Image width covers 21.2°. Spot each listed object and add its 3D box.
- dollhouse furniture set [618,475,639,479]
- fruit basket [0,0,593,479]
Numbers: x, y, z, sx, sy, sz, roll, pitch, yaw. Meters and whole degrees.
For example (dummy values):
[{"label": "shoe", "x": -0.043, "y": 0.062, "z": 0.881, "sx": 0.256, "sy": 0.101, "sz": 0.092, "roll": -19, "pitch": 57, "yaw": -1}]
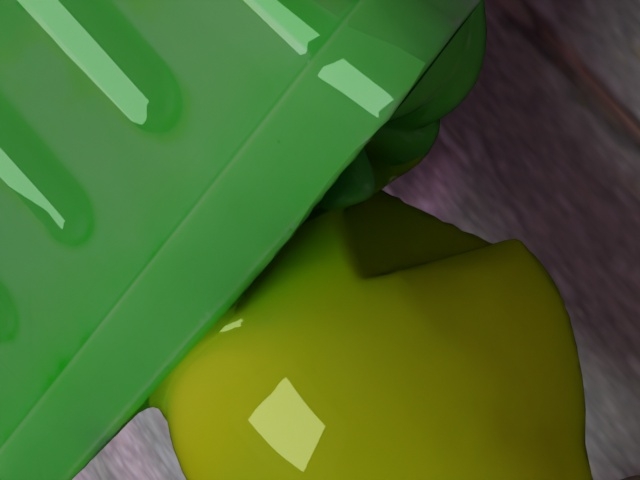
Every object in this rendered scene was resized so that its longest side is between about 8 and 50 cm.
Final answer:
[{"label": "dollhouse furniture set", "x": 0.142, "y": 0.221, "z": 0.842, "sx": 0.374, "sy": 0.152, "sz": 0.201, "roll": -139, "pitch": 40, "yaw": -57}, {"label": "fruit basket", "x": 0.000, "y": 0.000, "z": 0.755, "sx": 0.392, "sy": 0.283, "sz": 0.392, "roll": 15, "pitch": 130, "yaw": 18}]
